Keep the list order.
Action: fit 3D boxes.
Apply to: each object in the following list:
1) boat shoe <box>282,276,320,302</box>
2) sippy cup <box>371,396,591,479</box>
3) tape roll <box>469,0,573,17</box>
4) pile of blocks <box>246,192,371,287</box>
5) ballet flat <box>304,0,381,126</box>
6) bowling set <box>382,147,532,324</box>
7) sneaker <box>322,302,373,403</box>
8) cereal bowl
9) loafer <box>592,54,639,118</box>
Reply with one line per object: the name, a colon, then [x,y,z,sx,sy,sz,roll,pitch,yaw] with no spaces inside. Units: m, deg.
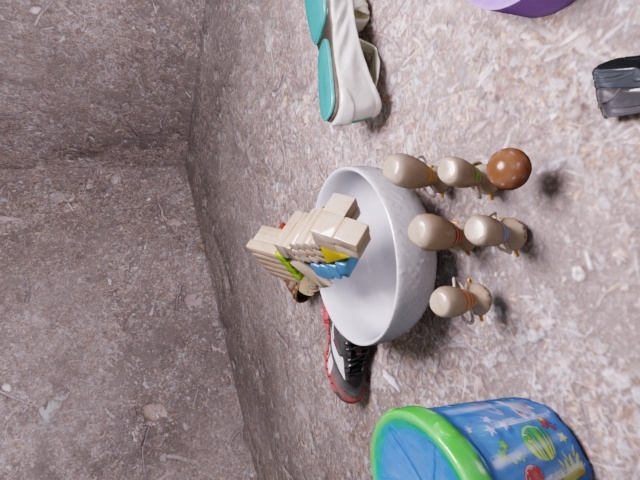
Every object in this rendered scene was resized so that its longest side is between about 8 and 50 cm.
boat shoe: [-0.016,0.084,1.181,0.324,0.122,0.120,124,129,-64]
sippy cup: [0.223,0.320,0.601,0.305,0.224,0.240,44,134,53]
tape roll: [0.259,-0.380,0.542,0.189,0.080,0.189,23,116,60]
pile of blocks: [0.000,0.000,0.834,0.362,0.149,0.113,-12,41,58]
ballet flat: [0.047,-0.417,0.916,0.139,0.139,0.401,147,118,-61]
bowling set: [0.233,-0.038,0.639,0.200,0.154,0.287,-30,66,42]
sneaker: [0.070,0.252,1.041,0.135,0.097,0.276,175,90,-66]
cereal bowl: [0.110,0.023,0.855,0.339,0.141,0.339,173,90,-66]
loafer: [0.355,-0.147,0.434,0.170,0.062,0.061,39,152,60]
